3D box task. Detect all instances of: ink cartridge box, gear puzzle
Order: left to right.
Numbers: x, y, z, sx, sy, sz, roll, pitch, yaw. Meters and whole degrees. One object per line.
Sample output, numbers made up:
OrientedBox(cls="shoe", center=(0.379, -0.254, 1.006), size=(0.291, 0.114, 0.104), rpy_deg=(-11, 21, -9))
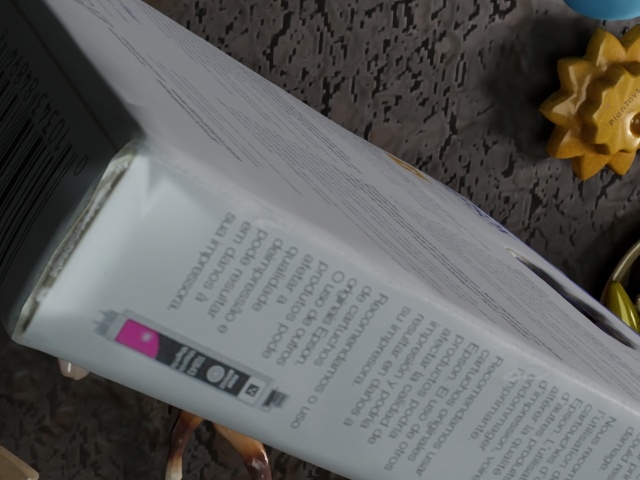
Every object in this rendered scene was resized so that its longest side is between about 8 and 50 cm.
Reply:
OrientedBox(cls="ink cartridge box", center=(0.000, 0.000, 0.551), size=(0.330, 0.324, 0.071), rpy_deg=(30, 99, -32))
OrientedBox(cls="gear puzzle", center=(0.273, -0.105, 0.797), size=(0.339, 0.044, 0.175), rpy_deg=(-12, 118, -20))

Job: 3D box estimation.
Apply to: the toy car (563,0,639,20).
OrientedBox(cls="toy car", center=(0.200, -0.237, 0.622), size=(0.238, 0.210, 0.219), rpy_deg=(-47, 135, -14))

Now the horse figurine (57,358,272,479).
OrientedBox(cls="horse figurine", center=(0.005, 0.077, 0.695), size=(0.263, 0.066, 0.174), rpy_deg=(0, 122, 12))

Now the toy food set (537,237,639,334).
OrientedBox(cls="toy food set", center=(0.220, 0.045, 0.845), size=(0.192, 0.038, 0.132), rpy_deg=(-20, 120, -16))

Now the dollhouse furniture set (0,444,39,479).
OrientedBox(cls="dollhouse furniture set", center=(-0.232, 0.073, 0.535), size=(0.259, 0.262, 0.135), rpy_deg=(35, 94, -2))
